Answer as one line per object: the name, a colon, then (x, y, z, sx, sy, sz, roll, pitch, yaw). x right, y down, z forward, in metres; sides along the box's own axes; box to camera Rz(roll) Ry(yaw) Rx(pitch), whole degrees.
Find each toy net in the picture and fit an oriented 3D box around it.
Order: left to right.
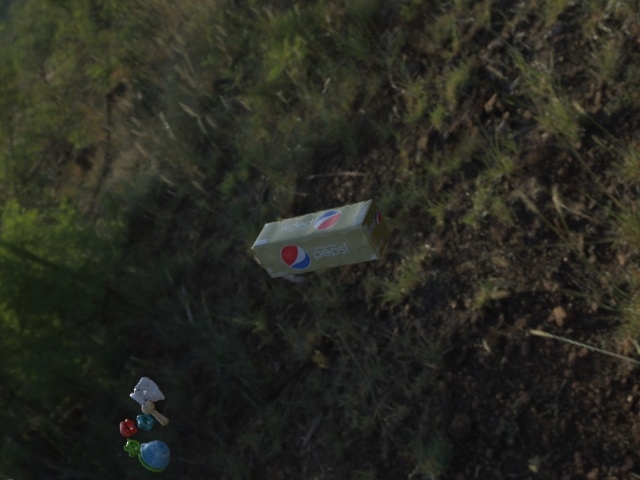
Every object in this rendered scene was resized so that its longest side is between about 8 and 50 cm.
toy net: (-0.392, 0.395, 1.584, 0.045, 0.122, 0.232, -54, 36, 22)

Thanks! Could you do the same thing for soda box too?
soda box: (0.000, 0.000, 0.997, 0.181, 0.061, 0.058, -11, 35, 32)
